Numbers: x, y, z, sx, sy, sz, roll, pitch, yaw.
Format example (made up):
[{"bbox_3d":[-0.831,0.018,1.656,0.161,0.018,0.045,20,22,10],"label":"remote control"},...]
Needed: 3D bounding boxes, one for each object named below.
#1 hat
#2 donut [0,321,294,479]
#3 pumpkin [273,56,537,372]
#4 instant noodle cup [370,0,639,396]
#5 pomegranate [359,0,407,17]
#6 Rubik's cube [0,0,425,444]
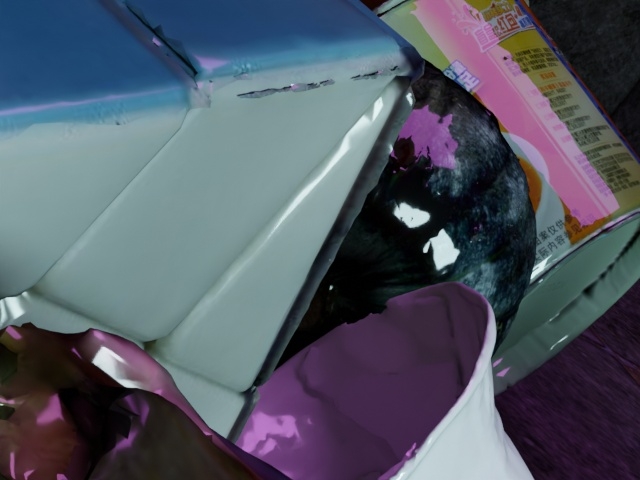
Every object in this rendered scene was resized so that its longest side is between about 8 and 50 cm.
[{"bbox_3d":[0.031,0.124,0.724,0.126,0.203,0.203,55,10,-13],"label":"hat"},{"bbox_3d":[-0.061,0.177,0.236,0.259,0.136,0.345,54,27,-8],"label":"donut"},{"bbox_3d":[0.000,0.000,0.874,0.233,0.233,0.163,36,28,-5],"label":"pumpkin"},{"bbox_3d":[0.105,-0.024,1.151,0.214,0.296,0.296,50,18,19],"label":"instant noodle cup"},{"bbox_3d":[-0.040,-0.283,1.381,0.417,0.416,0.416,34,14,-10],"label":"pomegranate"},{"bbox_3d":[-0.150,-0.018,0.466,0.224,0.221,0.231,43,34,25],"label":"Rubik's cube"}]
